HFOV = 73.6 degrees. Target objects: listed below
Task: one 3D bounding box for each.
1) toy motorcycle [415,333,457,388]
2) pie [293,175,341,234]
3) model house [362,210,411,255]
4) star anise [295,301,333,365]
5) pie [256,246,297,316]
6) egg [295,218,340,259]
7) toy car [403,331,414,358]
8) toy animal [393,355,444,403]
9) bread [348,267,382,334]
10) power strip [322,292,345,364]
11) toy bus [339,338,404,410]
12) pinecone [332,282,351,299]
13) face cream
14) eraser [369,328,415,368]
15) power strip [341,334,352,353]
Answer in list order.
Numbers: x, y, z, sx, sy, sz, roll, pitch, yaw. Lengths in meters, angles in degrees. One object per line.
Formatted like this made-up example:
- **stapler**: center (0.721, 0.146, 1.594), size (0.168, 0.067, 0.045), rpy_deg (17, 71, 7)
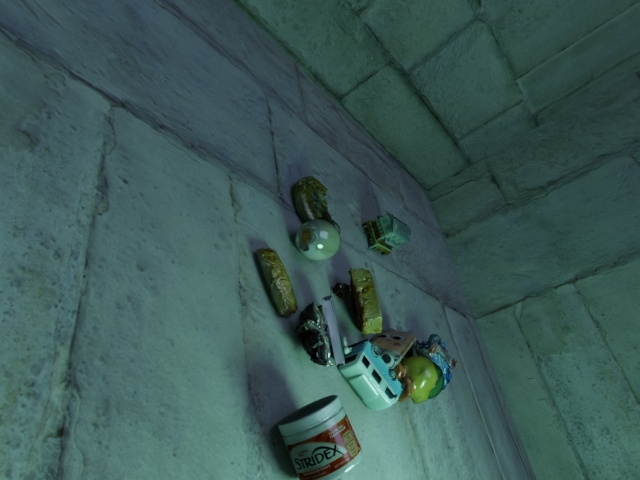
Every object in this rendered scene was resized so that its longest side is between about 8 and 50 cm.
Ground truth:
- **toy motorcycle**: center (0.591, 0.666, 2.268), size (0.241, 0.182, 0.318), rpy_deg (-26, 105, -20)
- **pie**: center (-0.022, -0.164, 2.108), size (0.297, 0.078, 0.371), rpy_deg (8, 58, -56)
- **model house**: center (0.402, -0.045, 2.555), size (0.224, 0.215, 0.198), rpy_deg (26, 44, -47)
- **star anise**: center (-0.027, 0.344, 1.549), size (0.223, 0.109, 0.235), rpy_deg (-80, 155, -63)
- **pie**: center (-0.158, 0.143, 1.585), size (0.129, 0.068, 0.282), rpy_deg (8, 52, -58)
- **egg**: center (0.000, 0.000, 1.862), size (0.217, 0.183, 0.183), rpy_deg (13, 52, -47)
- **toy car**: center (0.440, 0.555, 2.200), size (0.095, 0.056, 0.205), rpy_deg (52, 24, -14)
- **toy animal**: center (0.463, 0.638, 1.999), size (0.338, 0.191, 0.216), rpy_deg (22, 30, -45)
- **bread**: center (0.201, 0.277, 1.942), size (0.184, 0.114, 0.274), rpy_deg (81, -3, -54)
- **power strip**: center (0.052, 0.345, 1.662), size (0.109, 0.038, 0.278), rpy_deg (34, 44, -85)
- **toy bus**: center (0.201, 0.555, 1.716), size (0.271, 0.133, 0.165), rpy_deg (53, 33, -7)
- **pinecone**: center (0.095, 0.228, 1.923), size (0.083, 0.077, 0.077), rpy_deg (14, 49, -32)
- **face cream**: center (0.000, 0.587, 1.261), size (0.201, 0.201, 0.187), rpy_deg (-5, 68, -61)
- **eraser**: center (0.317, 0.490, 1.958), size (0.291, 0.171, 0.087), rpy_deg (-15, 109, -62)
- **power strip**: center (0.100, 0.400, 1.645), size (0.083, 0.035, 0.055), rpy_deg (-101, 179, -62)
